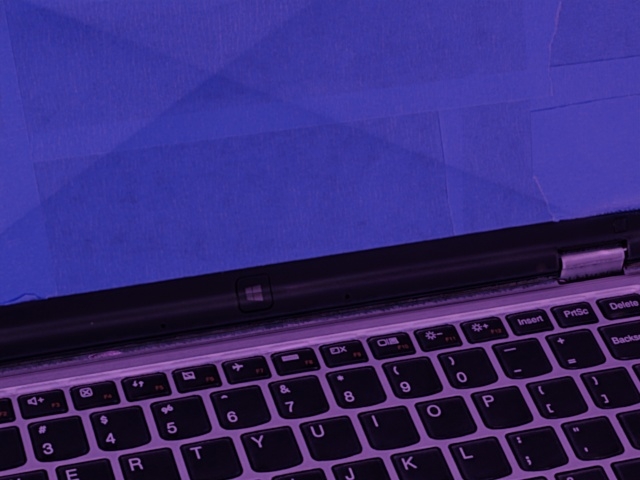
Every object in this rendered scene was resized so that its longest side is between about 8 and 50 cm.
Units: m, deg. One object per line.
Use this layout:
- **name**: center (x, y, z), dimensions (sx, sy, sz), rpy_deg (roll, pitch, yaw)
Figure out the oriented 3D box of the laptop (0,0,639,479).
- **laptop**: center (0.000, 0.000, 0.652), dimensions (0.382, 0.236, 0.408), rpy_deg (-9, 47, -16)
